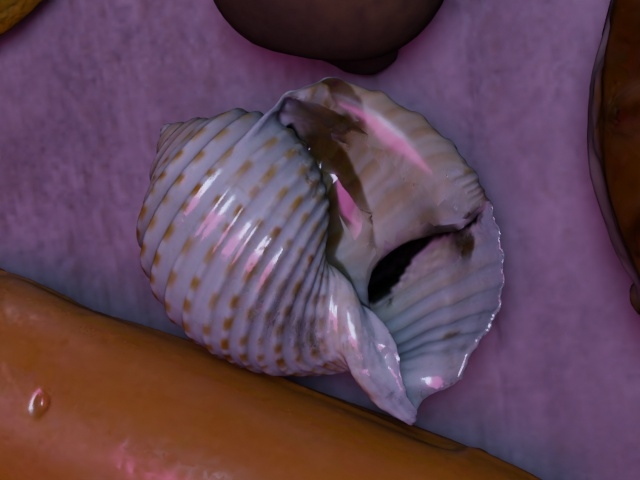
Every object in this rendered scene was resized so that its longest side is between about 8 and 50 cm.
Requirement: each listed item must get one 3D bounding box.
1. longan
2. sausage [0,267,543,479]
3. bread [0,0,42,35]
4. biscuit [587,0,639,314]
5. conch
[{"bbox_3d":[0.004,-0.117,0.603,0.106,0.106,0.119,-1,140,13],"label":"longan"},{"bbox_3d":[-0.062,0.110,0.642,0.353,0.116,0.134,19,129,13],"label":"sausage"},{"bbox_3d":[-0.182,-0.171,0.637,0.233,0.088,0.161,-37,85,13],"label":"bread"},{"bbox_3d":[0.269,-0.056,0.544,0.332,0.103,0.332,2,99,14],"label":"biscuit"},{"bbox_3d":[-0.003,-0.002,0.616,0.153,0.102,0.135,41,89,-18],"label":"conch"}]
